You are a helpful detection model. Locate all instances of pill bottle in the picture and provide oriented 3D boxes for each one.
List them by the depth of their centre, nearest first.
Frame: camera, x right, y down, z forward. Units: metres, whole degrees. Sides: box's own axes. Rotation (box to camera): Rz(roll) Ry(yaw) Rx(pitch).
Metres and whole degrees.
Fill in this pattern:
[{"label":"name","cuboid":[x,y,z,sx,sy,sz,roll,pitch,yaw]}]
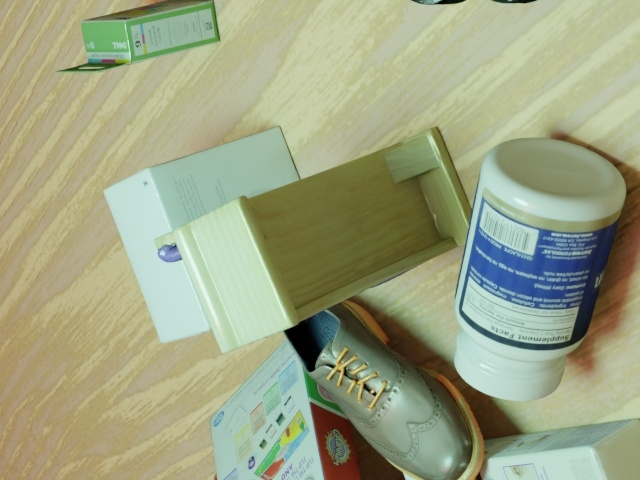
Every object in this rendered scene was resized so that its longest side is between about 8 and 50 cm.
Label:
[{"label":"pill bottle","cuboid":[0.227,0.035,1.379,0.153,0.153,0.265,34,130,35]}]

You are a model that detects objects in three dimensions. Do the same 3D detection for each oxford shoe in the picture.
[{"label":"oxford shoe","cuboid":[0.059,0.187,1.593,0.363,0.132,0.130,39,101,44]}]

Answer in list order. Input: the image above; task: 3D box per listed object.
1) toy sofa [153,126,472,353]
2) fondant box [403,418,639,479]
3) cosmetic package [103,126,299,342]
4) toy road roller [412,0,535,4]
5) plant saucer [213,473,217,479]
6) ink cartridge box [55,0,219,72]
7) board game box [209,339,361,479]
[{"label":"toy sofa","cuboid":[0.000,0.000,1.461,0.177,0.362,0.150,-23,90,45]},{"label":"fondant box","cuboid":[0.273,0.354,1.524,0.330,0.096,0.238,-20,91,50]},{"label":"cosmetic package","cuboid":[-0.137,-0.008,1.720,0.138,0.224,0.224,-19,92,51]},{"label":"toy road roller","cuboid":[0.110,-0.386,1.291,0.329,0.202,0.241,29,115,32]},{"label":"plant saucer","cuboid":[-0.053,0.412,1.937,0.259,0.047,0.258,60,141,24]},{"label":"ink cartridge box","cuboid":[-0.254,-0.280,1.738,0.109,0.209,0.062,10,115,46]},{"label":"board game box","cuboid":[-0.050,0.317,1.739,0.242,0.064,0.316,-47,38,34]}]
